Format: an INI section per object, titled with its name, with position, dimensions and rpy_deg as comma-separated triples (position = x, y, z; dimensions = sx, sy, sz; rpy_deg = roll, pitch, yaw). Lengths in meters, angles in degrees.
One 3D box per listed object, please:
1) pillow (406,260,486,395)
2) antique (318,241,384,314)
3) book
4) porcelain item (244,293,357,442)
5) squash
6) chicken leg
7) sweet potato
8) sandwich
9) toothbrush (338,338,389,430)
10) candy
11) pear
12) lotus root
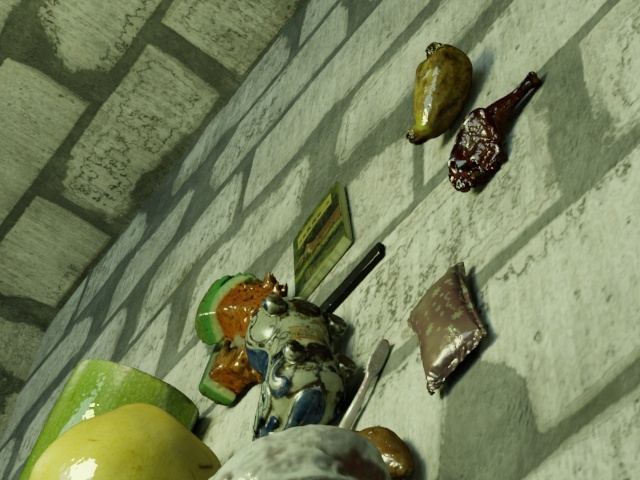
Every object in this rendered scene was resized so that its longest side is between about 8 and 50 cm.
[pillow]
position = 0.158, 0.107, 1.442
dimensions = 0.118, 0.043, 0.185
rpy_deg = -49, 20, 19
[antique]
position = 0.042, 0.077, 1.837
dimensions = 0.192, 0.015, 0.031
rpy_deg = -49, 20, 25
[book]
position = 0.000, 0.000, 2.061
dimensions = 0.160, 0.024, 0.228
rpy_deg = -53, 19, 22
[porcelain item]
position = -0.043, 0.208, 1.691
dimensions = 0.288, 0.138, 0.186
rpy_deg = -113, 44, -63
[squash]
position = -0.407, 0.437, 2.028
dimensions = 0.263, 0.263, 0.385
rpy_deg = -28, 35, 57
[chicken leg]
position = 0.250, -0.159, 1.635
dimensions = 0.093, 0.053, 0.205
rpy_deg = 9, 74, 46
[sweet potato]
position = 0.063, 0.265, 1.417
dimensions = 0.065, 0.051, 0.218
rpy_deg = -64, 19, -11
[sandwich]
position = -0.141, 0.156, 1.953
dimensions = 0.251, 0.162, 0.301
rpy_deg = -67, 17, -15
[toothbrush]
position = 0.026, 0.273, 1.545
dimensions = 0.307, 0.025, 0.029
rpy_deg = -64, 11, -19
[candy]
position = -0.040, 0.347, 1.292
dimensions = 0.289, 0.214, 0.157
rpy_deg = -47, 22, 21
[pear]
position = -0.302, 0.406, 1.763
dimensions = 0.309, 0.309, 0.309
rpy_deg = -49, 20, 25
[lotus root]
position = 0.195, -0.233, 1.841
dimensions = 0.108, 0.094, 0.191
rpy_deg = 105, 180, -68
